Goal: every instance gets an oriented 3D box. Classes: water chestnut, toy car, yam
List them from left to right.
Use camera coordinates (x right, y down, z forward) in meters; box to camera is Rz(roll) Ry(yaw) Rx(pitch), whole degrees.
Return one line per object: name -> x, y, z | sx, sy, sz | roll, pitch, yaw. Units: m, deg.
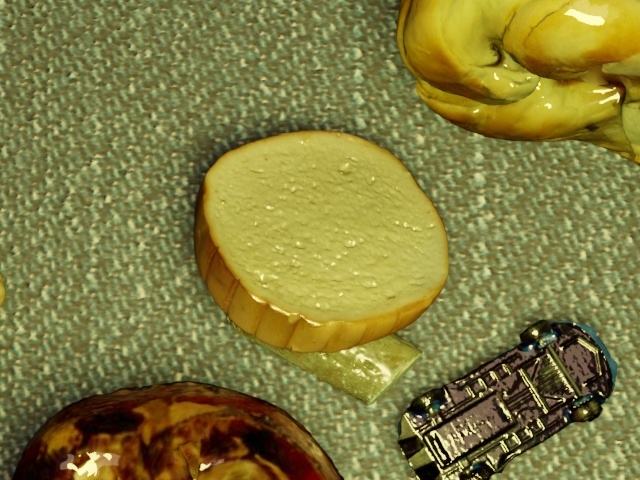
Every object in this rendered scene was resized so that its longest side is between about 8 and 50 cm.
water chestnut -> -0.114, 0.274, 1.196 | 0.335, 0.347, 0.335 | 2, 75, -7
yam -> 0.001, 0.088, 1.352 | 0.179, 0.078, 0.078 | 30, 82, 4
toy car -> 0.171, 0.152, 1.344 | 0.216, 0.063, 0.103 | -30, 82, -10

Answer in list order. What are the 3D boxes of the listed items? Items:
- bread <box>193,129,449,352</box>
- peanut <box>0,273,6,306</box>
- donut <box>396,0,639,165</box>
bread -> 0.000, 0.000, 1.323 | 0.236, 0.070, 0.236 | 8, 54, -11
peanut -> -0.376, 0.054, 1.346 | 0.159, 0.109, 0.140 | -38, 53, -15
donut -> 0.242, -0.171, 1.267 | 0.360, 0.360, 0.170 | 10, 80, 3
